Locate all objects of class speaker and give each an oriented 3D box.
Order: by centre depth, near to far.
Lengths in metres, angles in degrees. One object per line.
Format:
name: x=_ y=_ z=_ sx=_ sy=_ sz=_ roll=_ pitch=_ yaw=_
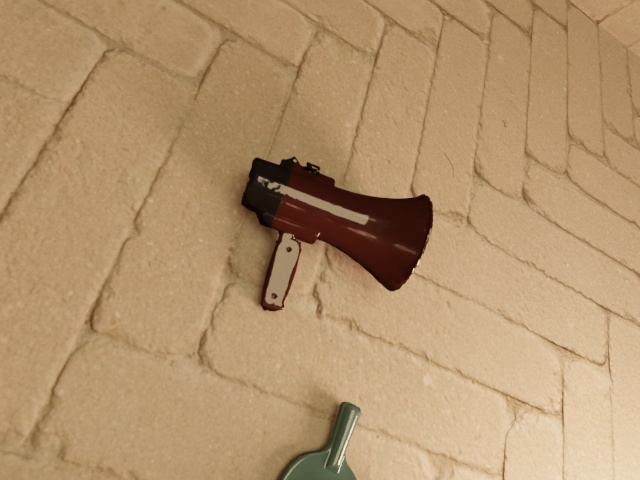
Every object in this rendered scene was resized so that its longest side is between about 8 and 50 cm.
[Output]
speaker: x=0.008 y=-0.003 z=0.907 sx=0.330 sy=0.198 sz=0.259 roll=14 pitch=104 yaw=-8

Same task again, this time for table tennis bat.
table tennis bat: x=0.010 y=0.382 z=0.794 sx=0.153 sy=0.040 sz=0.244 roll=32 pitch=63 yaw=-16
